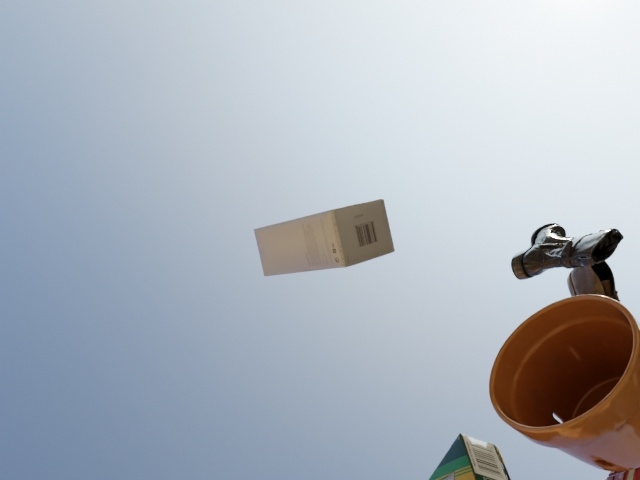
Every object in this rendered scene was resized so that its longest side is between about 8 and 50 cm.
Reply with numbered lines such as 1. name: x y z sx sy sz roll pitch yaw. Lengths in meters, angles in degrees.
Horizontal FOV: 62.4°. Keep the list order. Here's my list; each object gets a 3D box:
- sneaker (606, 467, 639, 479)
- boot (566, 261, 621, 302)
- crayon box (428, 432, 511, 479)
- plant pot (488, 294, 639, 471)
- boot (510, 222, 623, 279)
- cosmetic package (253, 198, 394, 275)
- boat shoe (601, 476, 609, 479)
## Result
1. sneaker: 0.649 0.563 1.073 0.128 0.087 0.221 25 -115 14
2. boot: 0.726 0.167 1.363 0.112 0.115 0.305 -3 -132 0
3. crayon box: 0.292 0.643 1.066 0.106 0.313 0.363 21 -158 -10
4. plant pot: 0.488 0.272 0.960 0.203 0.291 0.291 42 -118 -14
5. boot: 0.609 0.015 1.268 0.263 0.229 0.091 -35 -82 -37
6. cosmetic package: 0.000 0.000 1.463 0.197 0.365 0.155 -16 -86 -40
7. boat shoe: 0.801 0.632 1.317 0.083 0.226 0.076 50 -144 -11
